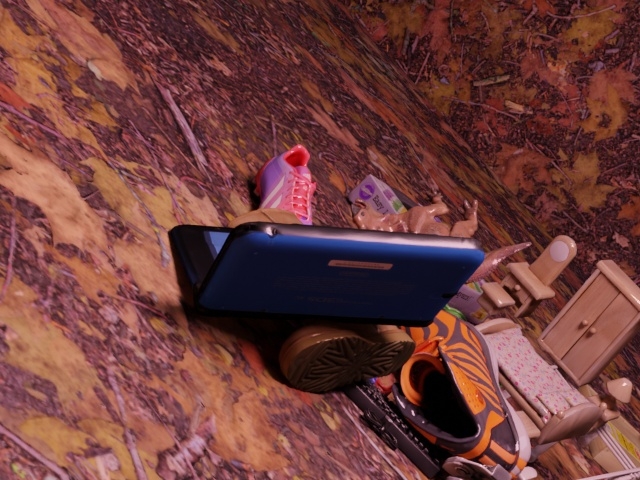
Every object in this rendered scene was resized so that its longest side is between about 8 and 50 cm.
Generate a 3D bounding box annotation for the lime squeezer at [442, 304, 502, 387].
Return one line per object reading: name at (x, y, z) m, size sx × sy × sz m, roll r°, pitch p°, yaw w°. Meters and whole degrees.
lime squeezer at (0.202, 0.141, 2.055) m, size 0.310 × 0.059 × 0.110 m, roll 32°, pitch 20°, yaw -42°

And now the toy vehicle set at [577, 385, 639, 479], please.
toy vehicle set at (0.560, 0.386, 2.396) m, size 0.166 × 0.035 × 0.267 m, roll 43°, pitch 16°, yaw -11°

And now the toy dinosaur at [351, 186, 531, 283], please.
toy dinosaur at (0.181, 0.017, 2.049) m, size 0.296 × 0.127 × 0.200 m, roll 19°, pitch 29°, yaw 1°

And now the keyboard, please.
keyboard at (0.085, 0.222, 1.607) m, size 0.180 × 0.023 × 0.108 m, roll 45°, pitch 16°, yaw 0°

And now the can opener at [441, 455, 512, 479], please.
can opener at (0.251, 0.370, 1.612) m, size 0.283 × 0.076 × 0.095 m, roll 43°, pitch 60°, yaw -23°

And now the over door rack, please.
over door rack at (0.310, 0.291, 1.897) m, size 0.324 × 0.108 × 0.239 m, roll 9°, pitch 35°, yaw -43°

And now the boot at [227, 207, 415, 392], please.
boot at (-0.035, 0.066, 1.591) m, size 0.269 × 0.089 × 0.236 m, roll 47°, pitch 22°, yaw 30°

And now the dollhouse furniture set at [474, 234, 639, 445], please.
dollhouse furniture set at (0.326, 0.121, 1.881) m, size 0.356 × 0.173 × 0.303 m, roll 0°, pitch 43°, yaw -51°

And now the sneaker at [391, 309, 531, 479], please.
sneaker at (0.159, 0.170, 1.703) m, size 0.180 × 0.124 × 0.321 m, roll 40°, pitch 11°, yaw -41°

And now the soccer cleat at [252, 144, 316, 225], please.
soccer cleat at (-0.042, -0.057, 1.847) m, size 0.083 × 0.095 × 0.248 m, roll 38°, pitch 17°, yaw -26°

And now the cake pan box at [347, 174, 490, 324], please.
cake pan box at (0.187, 0.017, 2.312) m, size 0.246 × 0.070 × 0.267 m, roll 30°, pitch 22°, yaw -50°

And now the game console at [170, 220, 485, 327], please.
game console at (0.000, 0.000, 1.466) m, size 0.293 × 0.250 × 0.173 m, roll 4°, pitch 57°, yaw -21°

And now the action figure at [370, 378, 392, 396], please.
action figure at (0.053, 0.157, 1.681) m, size 0.115 × 0.030 × 0.038 m, roll 44°, pitch 20°, yaw 0°
